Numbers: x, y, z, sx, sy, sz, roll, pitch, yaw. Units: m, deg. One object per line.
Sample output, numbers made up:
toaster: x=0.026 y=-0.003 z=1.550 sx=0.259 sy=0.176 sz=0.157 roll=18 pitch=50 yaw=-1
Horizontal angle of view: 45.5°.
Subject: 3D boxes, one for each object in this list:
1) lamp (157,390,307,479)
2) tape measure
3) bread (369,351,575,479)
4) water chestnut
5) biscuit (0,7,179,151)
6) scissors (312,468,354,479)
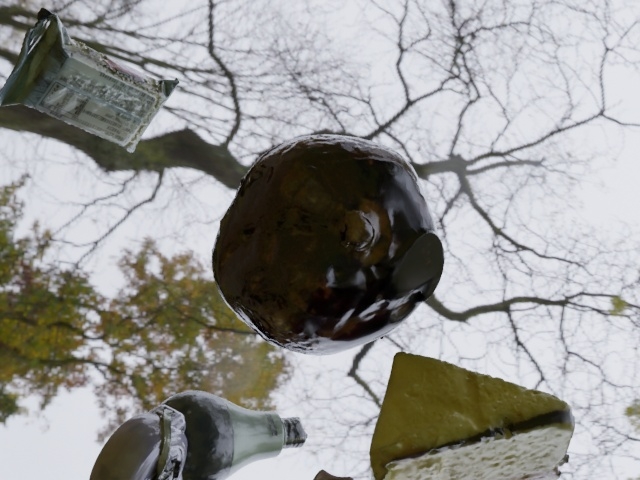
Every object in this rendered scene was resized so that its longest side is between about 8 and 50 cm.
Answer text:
lamp: x=-0.182 y=0.356 z=1.445 sx=0.182 sy=0.313 sz=0.182 roll=23 pitch=-60 yaw=48
tape measure: x=-0.281 y=0.373 z=1.213 sx=0.105 sy=0.178 sz=0.196 roll=23 pitch=-58 yaw=20
bread: x=0.187 y=0.297 z=0.964 sx=0.236 sy=0.263 sz=0.198 roll=9 pitch=-130 yaw=14
water chestnut: x=0.000 y=0.000 z=1.150 sx=0.335 sy=0.335 sz=0.347 roll=-70 pitch=-156 yaw=8
biscuit: x=-0.402 y=-0.268 z=1.354 sx=0.186 sy=0.309 sz=0.079 roll=-53 pitch=-129 yaw=15
scissors: x=0.019 y=0.332 z=0.781 sx=0.110 sy=0.021 sz=0.212 roll=-26 pitch=-138 yaw=-9
